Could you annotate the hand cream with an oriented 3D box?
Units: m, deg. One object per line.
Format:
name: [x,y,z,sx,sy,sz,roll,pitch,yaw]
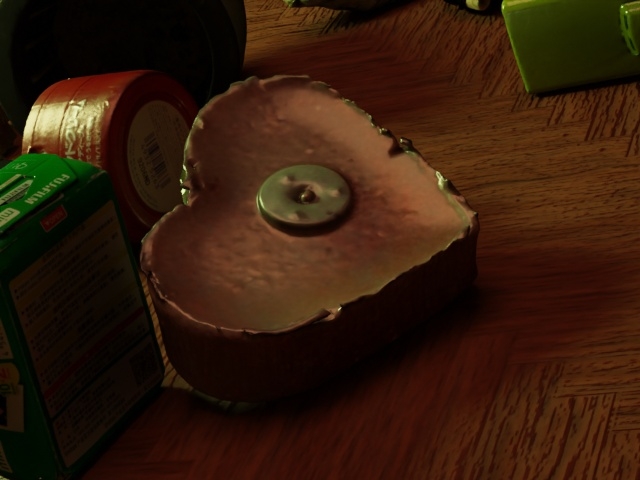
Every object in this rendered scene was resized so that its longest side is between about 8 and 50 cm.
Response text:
hand cream: [-0.217,-0.088,1.722,0.125,0.193,0.193,-5,29,31]

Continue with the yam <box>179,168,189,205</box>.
yam: [-0.034,-0.044,1.601,0.194,0.107,0.107,-14,26,8]

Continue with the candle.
candle: [0.000,0.000,1.428,0.287,0.131,0.317,1,49,8]

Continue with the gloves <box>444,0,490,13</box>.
gloves: [0.227,-0.359,2.052,0.164,0.124,0.203,-49,26,-16]

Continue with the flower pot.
flower pot: [-0.228,-0.256,1.977,0.293,0.293,0.330,-15,18,9]

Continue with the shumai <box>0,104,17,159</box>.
shumai: [-0.492,-0.184,2.148,0.209,0.161,0.153,-13,16,-31]

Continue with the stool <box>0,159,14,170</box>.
stool: [-0.414,0.055,1.536,0.310,0.226,0.310,-30,28,-26]

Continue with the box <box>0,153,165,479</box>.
box: [-0.239,0.068,1.361,0.103,0.250,0.180,8,34,32]

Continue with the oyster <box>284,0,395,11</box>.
oyster: [0.108,-0.404,2.221,0.166,0.110,0.341,2,35,48]

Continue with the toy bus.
toy bus: [0.340,-0.252,1.730,0.262,0.128,0.150,-9,28,24]
